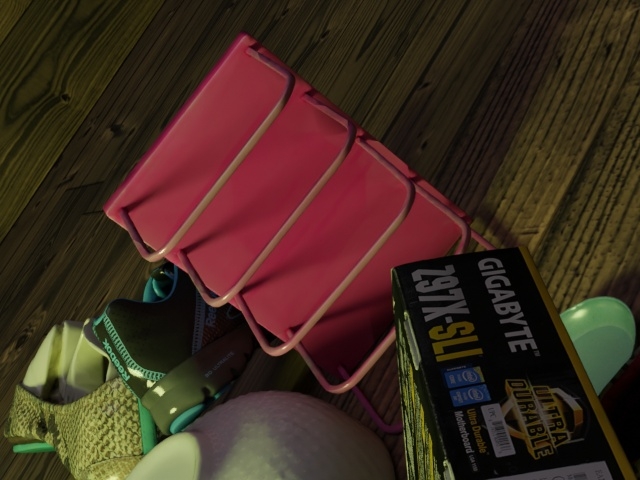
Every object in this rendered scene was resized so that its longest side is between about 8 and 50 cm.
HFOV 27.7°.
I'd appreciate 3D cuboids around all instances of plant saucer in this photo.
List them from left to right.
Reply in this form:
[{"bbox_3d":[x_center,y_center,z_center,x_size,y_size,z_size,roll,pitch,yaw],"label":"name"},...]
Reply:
[{"bbox_3d":[0.190,0.096,0.950,0.119,0.021,0.119,-43,24,24],"label":"plant saucer"}]

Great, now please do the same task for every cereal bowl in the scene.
[{"bbox_3d":[-0.098,0.265,1.108,0.339,0.141,0.339,-42,23,23],"label":"cereal bowl"}]

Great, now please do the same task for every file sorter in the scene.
[{"bbox_3d":[0.000,0.000,1.119,0.202,0.291,0.182,-51,25,3],"label":"file sorter"}]

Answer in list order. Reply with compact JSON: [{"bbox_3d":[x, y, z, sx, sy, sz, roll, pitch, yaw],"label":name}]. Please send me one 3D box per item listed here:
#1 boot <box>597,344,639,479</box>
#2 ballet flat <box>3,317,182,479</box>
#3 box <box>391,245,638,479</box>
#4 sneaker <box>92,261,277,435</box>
[{"bbox_3d":[0.256,0.081,0.630,0.236,0.179,0.085,-49,22,11],"label":"boot"},{"bbox_3d":[-0.255,0.177,1.472,0.483,0.164,0.182,178,89,-66],"label":"ballet flat"},{"bbox_3d":[0.096,0.202,0.624,0.079,0.322,0.257,-8,28,-3],"label":"box"},{"bbox_3d":[-0.091,0.052,1.316,0.125,0.139,0.341,-44,-2,35],"label":"sneaker"}]
